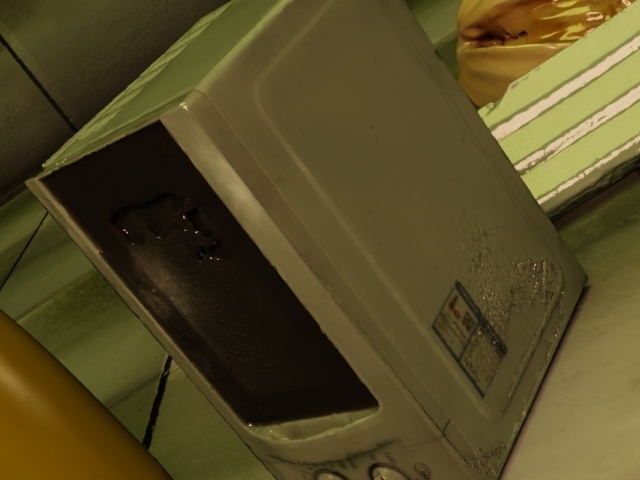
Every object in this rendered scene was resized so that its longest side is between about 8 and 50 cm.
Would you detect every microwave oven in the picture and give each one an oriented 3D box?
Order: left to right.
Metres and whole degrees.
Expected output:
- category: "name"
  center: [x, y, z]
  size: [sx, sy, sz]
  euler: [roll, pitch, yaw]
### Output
- category: "microwave oven"
  center: [0.000, 0.000, 0.715]
  size: [0.181, 0.295, 0.237]
  euler: [-19, 26, 43]

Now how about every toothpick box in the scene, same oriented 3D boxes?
- category: "toothpick box"
  center: [-0.242, 0.156, 0.807]
  size: [0.175, 0.271, 0.175]
  euler: [-32, 20, 13]

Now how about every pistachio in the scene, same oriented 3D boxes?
- category: "pistachio"
  center: [0.224, -0.176, 0.985]
  size: [0.229, 0.157, 0.157]
  euler: [-7, 33, 33]

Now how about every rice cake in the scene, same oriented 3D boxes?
- category: "rice cake"
  center: [0.198, -0.091, 0.876]
  size: [0.237, 0.043, 0.127]
  euler: [-31, 64, 13]
